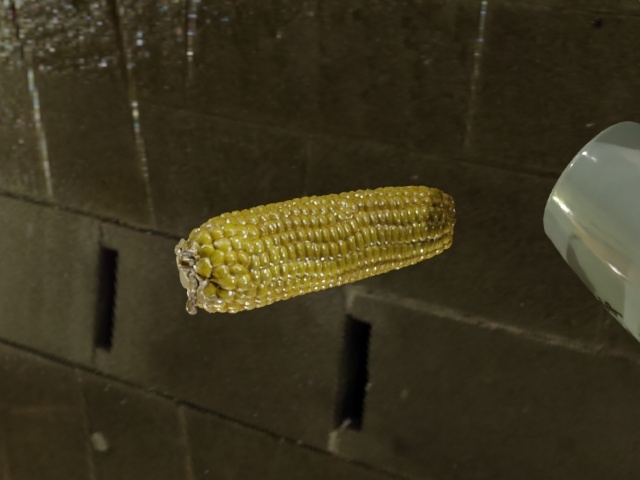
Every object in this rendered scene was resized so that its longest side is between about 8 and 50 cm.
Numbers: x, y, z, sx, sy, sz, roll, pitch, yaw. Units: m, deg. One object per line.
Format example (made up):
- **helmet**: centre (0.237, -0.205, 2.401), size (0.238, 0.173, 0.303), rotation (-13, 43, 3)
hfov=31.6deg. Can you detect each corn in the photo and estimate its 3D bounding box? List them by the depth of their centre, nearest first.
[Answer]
- **corn**: centre (0.000, 0.000, 1.183), size (0.106, 0.305, 0.106), rotation (166, 90, -72)

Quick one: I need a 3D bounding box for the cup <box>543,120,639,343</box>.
- **cup**: centre (0.350, 0.009, 1.023), size (0.234, 0.258, 0.186), rotation (44, 118, 32)
